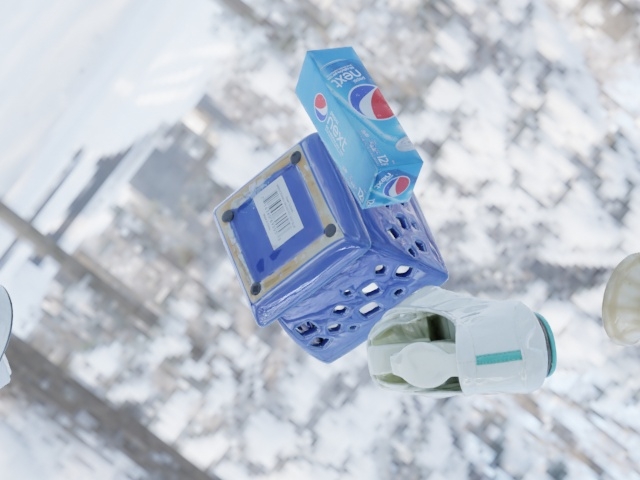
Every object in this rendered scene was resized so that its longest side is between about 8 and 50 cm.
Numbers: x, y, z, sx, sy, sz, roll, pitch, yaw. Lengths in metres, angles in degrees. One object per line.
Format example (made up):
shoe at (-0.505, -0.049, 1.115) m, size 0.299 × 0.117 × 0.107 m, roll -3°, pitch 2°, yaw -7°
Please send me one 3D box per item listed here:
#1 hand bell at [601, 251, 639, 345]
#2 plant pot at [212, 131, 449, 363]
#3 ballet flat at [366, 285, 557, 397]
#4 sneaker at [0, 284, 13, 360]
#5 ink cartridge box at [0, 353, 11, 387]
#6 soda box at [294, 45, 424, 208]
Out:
hand bell at (0.487, 0.097, 2.144) m, size 0.242 × 0.126 × 0.126 m, roll 14°, pitch -119°, yaw 46°
plant pot at (0.000, 0.000, 2.351) m, size 0.236 × 0.212 × 0.236 m, roll -37°, pitch -124°, yaw 22°
ballet flat at (0.126, 0.124, 1.952) m, size 0.139 × 0.139 × 0.400 m, roll -53°, pitch -166°, yaw -14°
sneaker at (-0.489, 0.176, 1.997) m, size 0.124 × 0.178 × 0.296 m, roll 45°, pitch -61°, yaw 44°
ink cartridge box at (-0.631, 0.187, 2.551) m, size 0.283 × 0.207 × 0.117 m, roll -34°, pitch -145°, yaw -31°
soda box at (0.045, -0.138, 2.059) m, size 0.067 × 0.210 × 0.071 m, roll -10°, pitch 141°, yaw -26°
